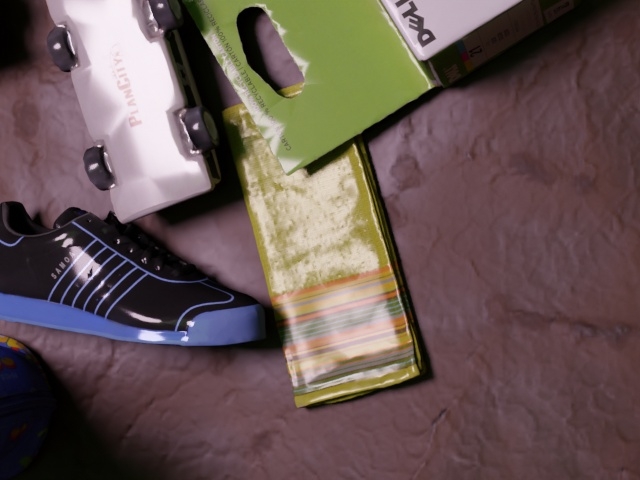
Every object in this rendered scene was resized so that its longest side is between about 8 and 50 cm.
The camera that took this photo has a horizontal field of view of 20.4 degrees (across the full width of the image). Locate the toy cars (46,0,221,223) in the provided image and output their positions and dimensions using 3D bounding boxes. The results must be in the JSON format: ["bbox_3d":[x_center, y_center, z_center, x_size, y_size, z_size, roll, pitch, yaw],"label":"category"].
[{"bbox_3d":[-0.219,-0.166,1.364,0.393,0.087,0.176,32,100,12],"label":"toy cars"}]

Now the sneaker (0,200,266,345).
[{"bbox_3d":[-0.148,0.025,1.330,0.232,0.081,0.090,7,95,17],"label":"sneaker"}]

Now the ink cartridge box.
[{"bbox_3d":[0.033,-0.192,1.277,0.255,0.097,0.189,-32,78,4],"label":"ink cartridge box"}]

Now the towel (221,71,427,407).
[{"bbox_3d":[0.000,0.000,1.323,0.102,0.021,0.237,-17,82,12],"label":"towel"}]

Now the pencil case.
[{"bbox_3d":[-0.270,0.122,1.244,0.133,0.306,0.119,3,87,4],"label":"pencil case"}]
